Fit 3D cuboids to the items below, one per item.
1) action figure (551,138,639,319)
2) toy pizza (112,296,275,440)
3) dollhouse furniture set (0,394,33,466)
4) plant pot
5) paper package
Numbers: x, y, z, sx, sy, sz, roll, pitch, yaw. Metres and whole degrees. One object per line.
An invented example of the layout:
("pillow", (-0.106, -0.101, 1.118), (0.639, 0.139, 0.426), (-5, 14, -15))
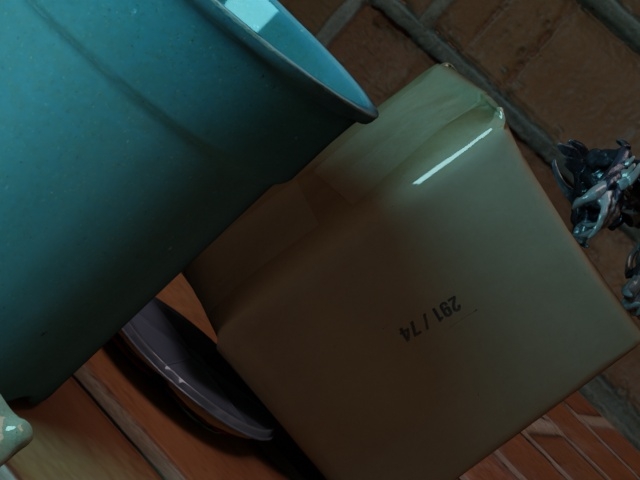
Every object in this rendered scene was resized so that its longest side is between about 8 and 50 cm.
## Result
("action figure", (0.309, -0.018, 1.806), (0.164, 0.141, 0.276), (45, -21, -30))
("toy pizza", (-0.122, 0.116, 1.698), (0.201, 0.032, 0.201), (41, 8, -7))
("dollhouse furniture set", (-0.327, 0.054, 1.047), (0.301, 0.151, 0.197), (58, 29, -5))
("plant pot", (-0.191, -0.081, 1.377), (0.341, 0.334, 0.341), (40, 9, -8))
("paper package", (0.085, 0.056, 1.756), (0.309, 0.325, 0.168), (53, 2, -31))
